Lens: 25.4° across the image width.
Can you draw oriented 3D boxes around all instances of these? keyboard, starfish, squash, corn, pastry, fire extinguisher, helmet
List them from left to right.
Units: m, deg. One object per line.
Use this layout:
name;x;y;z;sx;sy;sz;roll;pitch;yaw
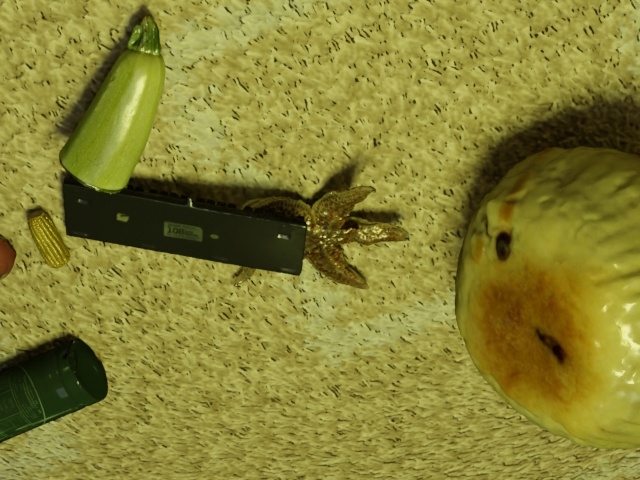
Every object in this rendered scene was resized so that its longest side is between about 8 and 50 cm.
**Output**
helmet;-0.441;0.025;1.864;0.065;0.049;0.084;-33;126;23
fire extinguisher;-0.462;0.233;2.016;0.311;0.095;0.114;-25;90;14
corn;-0.357;-0.001;1.860;0.037;0.037;0.092;-13;128;6
squash;-0.238;-0.171;1.703;0.094;0.094;0.224;16;120;-18
keyboard;-0.174;-0.022;1.820;0.317;0.027;0.106;11;133;3
starfish;0.000;0.000;1.875;0.236;0.062;0.277;31;130;-29
pastry;0.364;0.063;1.776;0.313;0.388;0.388;-16;139;-34
